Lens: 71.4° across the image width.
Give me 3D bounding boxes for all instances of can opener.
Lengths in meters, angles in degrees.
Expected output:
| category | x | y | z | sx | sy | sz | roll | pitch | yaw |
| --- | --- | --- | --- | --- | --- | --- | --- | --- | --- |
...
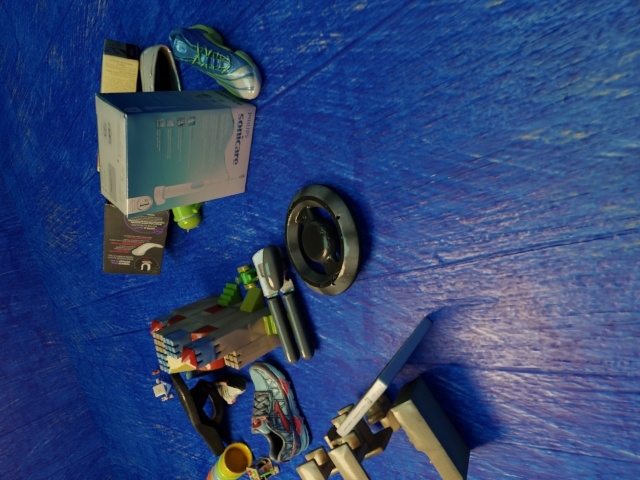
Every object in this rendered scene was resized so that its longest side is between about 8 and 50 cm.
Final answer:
| category | x | y | z | sx | sy | sz | roll | pitch | yaw |
| --- | --- | --- | --- | --- | --- | --- | --- | --- | --- |
| can opener | -0.089 | 0.147 | 1.014 | 0.074 | 0.093 | 0.280 | -17 | 95 | 12 |

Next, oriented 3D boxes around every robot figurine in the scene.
| category | x | y | z | sx | sy | sz | roll | pitch | yaw |
| --- | --- | --- | --- | --- | --- | --- | --- | --- | --- |
| robot figurine | -0.369 | -0.083 | 1.221 | 0.101 | 0.067 | 0.115 | -19 | 92 | 34 |

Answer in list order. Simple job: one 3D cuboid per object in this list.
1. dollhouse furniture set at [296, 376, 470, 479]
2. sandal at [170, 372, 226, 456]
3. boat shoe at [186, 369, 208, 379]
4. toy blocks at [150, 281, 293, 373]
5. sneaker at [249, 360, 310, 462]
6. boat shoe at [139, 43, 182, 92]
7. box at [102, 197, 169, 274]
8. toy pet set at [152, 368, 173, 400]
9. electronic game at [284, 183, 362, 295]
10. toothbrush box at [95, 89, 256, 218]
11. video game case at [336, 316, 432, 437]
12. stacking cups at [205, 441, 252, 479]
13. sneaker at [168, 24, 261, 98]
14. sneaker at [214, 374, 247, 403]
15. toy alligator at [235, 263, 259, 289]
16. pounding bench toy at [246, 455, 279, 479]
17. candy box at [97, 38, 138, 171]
| category | x | y | z | sx | sy | sz | roll | pitch | yaw |
| --- | --- | --- | --- | --- | --- | --- | --- | --- | --- |
| dollhouse furniture set | 0.123 | 0.389 | 0.821 | 0.242 | 0.212 | 0.161 | -36 | 83 | 23 |
| sandal | -0.354 | 0.512 | 1.372 | 0.167 | 0.107 | 0.445 | 44 | 154 | 36 |
| boat shoe | -0.364 | 0.371 | 1.375 | 0.227 | 0.079 | 0.081 | -36 | 66 | 46 |
| toy blocks | -0.291 | 0.242 | 1.127 | 0.382 | 0.261 | 0.190 | 4 | 108 | 44 |
| sneaker | -0.125 | 0.437 | 1.135 | 0.104 | 0.125 | 0.261 | -34 | 81 | 45 |
| boat shoe | -0.390 | -0.354 | 1.128 | 0.088 | 0.096 | 0.267 | 7 | 101 | 48 |
| box | -0.534 | -0.040 | 1.292 | 0.143 | 0.165 | 0.270 | -108 | 32 | -43 |
| toy pet set | -0.589 | 0.545 | 1.694 | 0.114 | 0.065 | 0.122 | 127 | 122 | -80 |
| electronic game | 0.000 | 0.000 | 0.905 | 0.229 | 0.048 | 0.229 | 16 | 111 | 47 |
| toothbrush box | -0.298 | -0.195 | 0.946 | 0.126 | 0.296 | 0.216 | 36 | 128 | 31 |
| video game case | 0.115 | 0.238 | 0.781 | 0.022 | 0.190 | 0.173 | 38 | 129 | 16 |
| stacking cups | -0.322 | 0.760 | 1.475 | 0.096 | 0.096 | 0.316 | 53 | 135 | 16 |
| sneaker | -0.234 | -0.373 | 0.937 | 0.240 | 0.126 | 0.091 | 44 | 131 | 24 |
| sneaker | -0.255 | 0.445 | 1.320 | 0.161 | 0.057 | 0.075 | -13 | 99 | 50 |
| toy alligator | -0.174 | 0.087 | 1.107 | 0.056 | 0.051 | 0.190 | 69 | 160 | 1 |
| pounding bench toy | -0.169 | 0.682 | 1.313 | 0.083 | 0.065 | 0.052 | -21 | 90 | 46 |
| candy box | -0.558 | -0.364 | 1.224 | 0.183 | 0.088 | 0.316 | -120 | 41 | -50 |
